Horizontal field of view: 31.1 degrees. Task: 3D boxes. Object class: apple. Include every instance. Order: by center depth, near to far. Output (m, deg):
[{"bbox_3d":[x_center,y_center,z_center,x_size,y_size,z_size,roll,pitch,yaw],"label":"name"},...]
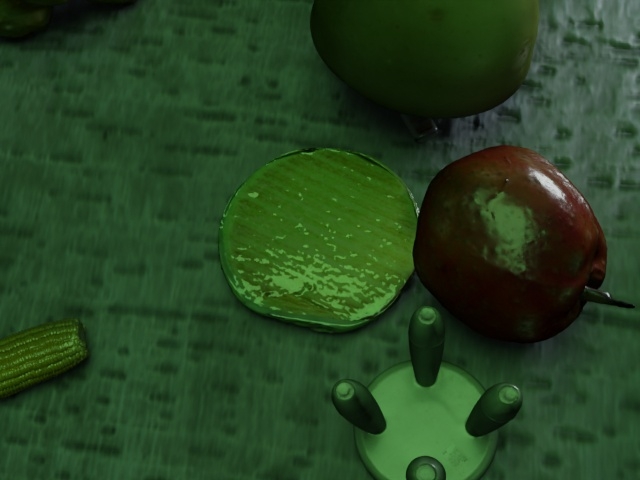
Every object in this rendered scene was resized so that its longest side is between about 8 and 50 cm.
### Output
[{"bbox_3d":[0.153,-0.338,1.629,0.357,0.357,0.357,-2,67,4],"label":"apple"}]

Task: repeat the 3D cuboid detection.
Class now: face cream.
[{"bbox_3d":[0.144,-0.188,1.738,0.040,0.021,0.083,-26,67,-7],"label":"face cream"}]

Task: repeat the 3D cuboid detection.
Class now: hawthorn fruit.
[{"bbox_3d":[0.279,0.015,1.510,0.300,0.254,0.254,23,70,30],"label":"hawthorn fruit"}]

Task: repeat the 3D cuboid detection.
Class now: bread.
[{"bbox_3d":[0.000,-0.006,1.662,0.301,0.045,0.301,-1,67,2],"label":"bread"}]

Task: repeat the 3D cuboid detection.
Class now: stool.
[{"bbox_3d":[0.134,0.224,1.472,0.195,0.198,0.195,-42,71,-10],"label":"stool"}]

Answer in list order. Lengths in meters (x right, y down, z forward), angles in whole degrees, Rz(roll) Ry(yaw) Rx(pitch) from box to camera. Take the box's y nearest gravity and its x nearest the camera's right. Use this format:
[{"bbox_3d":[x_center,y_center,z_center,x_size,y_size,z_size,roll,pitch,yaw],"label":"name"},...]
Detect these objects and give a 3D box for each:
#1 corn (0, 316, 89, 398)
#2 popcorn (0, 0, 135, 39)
[{"bbox_3d":[-0.408,0.165,1.615,0.165,0.063,0.085,-19,43,-4],"label":"corn"},{"bbox_3d":[-0.412,-0.485,1.778,0.326,0.290,0.321,35,67,-13],"label":"popcorn"}]
